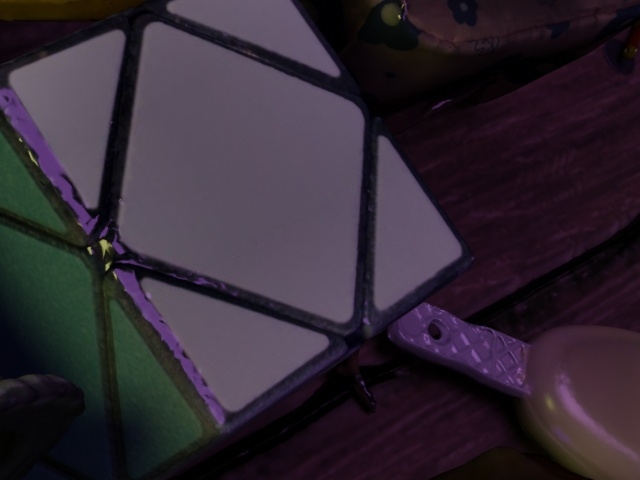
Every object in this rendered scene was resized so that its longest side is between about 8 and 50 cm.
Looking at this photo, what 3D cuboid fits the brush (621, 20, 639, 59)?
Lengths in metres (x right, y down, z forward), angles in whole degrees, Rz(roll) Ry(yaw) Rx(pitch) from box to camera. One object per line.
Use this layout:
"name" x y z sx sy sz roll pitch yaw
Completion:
"brush" 0.251 -0.163 1.400 0.021 0.019 0.083 44 46 -21

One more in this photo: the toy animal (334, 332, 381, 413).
"toy animal" -0.010 0.005 1.095 0.069 0.086 0.220 -29 103 -39

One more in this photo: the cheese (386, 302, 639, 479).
"cheese" 0.149 0.094 1.170 0.251 0.054 0.127 23 52 -24

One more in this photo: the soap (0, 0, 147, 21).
"soap" -0.237 -0.183 0.863 0.324 0.204 0.096 -1 73 -6

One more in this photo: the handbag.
"handbag" 0.063 -0.167 1.153 0.251 0.193 0.190 -14 77 -39

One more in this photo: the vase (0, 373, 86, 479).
"vase" -0.276 0.016 0.797 0.245 0.245 0.291 -23 75 -41

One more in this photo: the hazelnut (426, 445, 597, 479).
"hazelnut" 0.099 0.214 0.963 0.229 0.229 0.229 17 58 -28

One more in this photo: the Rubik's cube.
"Rubik's cube" -0.087 0.007 0.944 0.207 0.205 0.205 -33 87 -43
